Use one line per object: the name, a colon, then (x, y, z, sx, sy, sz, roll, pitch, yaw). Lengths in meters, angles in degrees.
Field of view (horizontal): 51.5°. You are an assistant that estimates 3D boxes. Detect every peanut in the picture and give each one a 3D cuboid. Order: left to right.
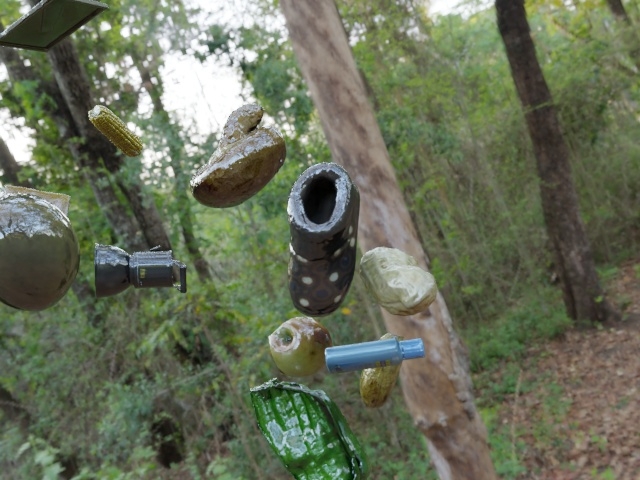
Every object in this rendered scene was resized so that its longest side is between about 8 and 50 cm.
peanut: (0.196, 0.102, 1.676, 0.153, 0.140, 0.325, -31, 20, -11)

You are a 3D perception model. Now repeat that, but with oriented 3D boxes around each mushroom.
mushroom: (-0.245, -0.221, 1.990, 0.345, 0.239, 0.345, -51, -9, -11)

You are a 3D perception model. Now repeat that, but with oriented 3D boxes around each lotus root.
lotus root: (0.183, 0.398, 2.018, 0.110, 0.259, 0.097, 23, 14, 25)

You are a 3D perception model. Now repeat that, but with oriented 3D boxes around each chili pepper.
chili pepper: (-0.023, 0.510, 1.759, 0.213, 0.385, 0.167, -39, -10, 6)

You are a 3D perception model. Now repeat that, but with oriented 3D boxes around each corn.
corn: (-0.678, -0.363, 2.213, 0.080, 0.080, 0.238, -21, -39, 14)

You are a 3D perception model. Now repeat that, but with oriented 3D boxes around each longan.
longan: (-0.602, 0.025, 1.348, 0.214, 0.246, 0.246, -5, -1, 1)

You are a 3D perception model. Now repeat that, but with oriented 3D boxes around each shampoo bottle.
shampoo bottle: (0.145, 0.300, 1.745, 0.258, 0.061, 0.104, -9, -31, 4)

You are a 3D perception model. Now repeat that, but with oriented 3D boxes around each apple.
apple: (-0.062, 0.357, 2.198, 0.207, 0.173, 0.188, -61, -28, -2)

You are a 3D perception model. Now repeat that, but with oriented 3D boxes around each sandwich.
sandwich: (-0.752, -0.008, 1.672, 0.198, 0.228, 0.155, 9, -51, -20)

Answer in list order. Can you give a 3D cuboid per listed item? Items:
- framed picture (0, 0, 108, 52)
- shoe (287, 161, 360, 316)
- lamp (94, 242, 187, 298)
framed picture: (-0.811, -0.649, 1.989, 0.289, 0.016, 0.213, -23, -1, 26)
shoe: (0.000, 0.000, 1.672, 0.171, 0.384, 0.237, 11, -6, 15)
lamp: (-0.474, 0.074, 1.756, 0.227, 0.147, 0.172, -1, 21, -15)
